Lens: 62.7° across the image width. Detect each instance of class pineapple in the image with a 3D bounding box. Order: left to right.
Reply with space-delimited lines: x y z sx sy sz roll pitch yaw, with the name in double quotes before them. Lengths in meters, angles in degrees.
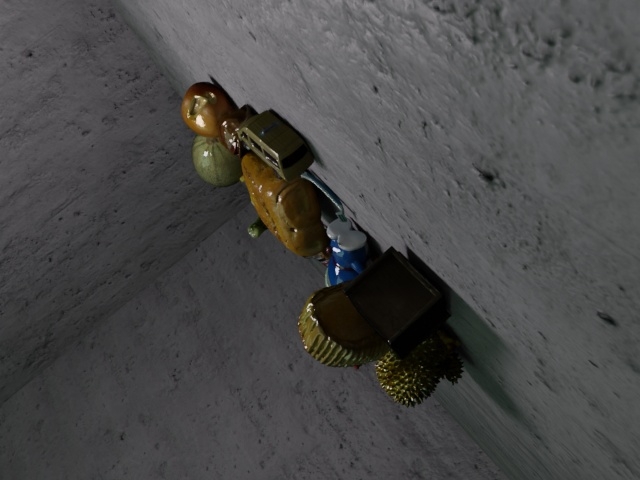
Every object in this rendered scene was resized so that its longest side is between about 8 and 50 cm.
"pineapple" 0.000 0.000 1.880 0.277 0.130 0.119 -157 68 -76

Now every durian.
"durian" 0.271 0.340 1.494 0.258 0.258 0.293 49 169 8

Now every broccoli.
"broccoli" -0.241 -0.095 2.403 0.165 0.304 0.145 21 122 13

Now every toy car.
"toy car" -0.131 -0.265 1.362 0.256 0.101 0.124 44 167 35

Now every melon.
"melon" -0.425 -0.359 2.227 0.248 0.248 0.329 49 172 13

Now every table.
"table" 0.183 0.143 1.218 0.169 0.172 0.193 47 177 28

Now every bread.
"bread" -0.124 -0.111 1.670 0.337 0.148 0.328 45 156 45
"bread" 0.074 0.223 1.390 0.227 0.253 0.142 60 147 31

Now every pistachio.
"pistachio" -0.257 -0.335 1.628 0.130 0.165 0.210 10 170 -13

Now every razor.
"razor" 0.011 -0.129 1.439 0.191 0.037 0.068 50 178 23

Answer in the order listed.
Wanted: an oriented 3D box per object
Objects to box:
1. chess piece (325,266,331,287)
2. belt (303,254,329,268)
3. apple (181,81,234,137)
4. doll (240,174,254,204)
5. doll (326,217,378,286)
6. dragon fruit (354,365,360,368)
"chess piece" 0.116 0.163 1.796 0.176 0.176 0.298 48 174 22
"belt" -0.008 0.038 2.176 0.094 0.126 0.359 51 173 -21
"apple" -0.381 -0.440 1.803 0.199 0.199 0.199 49 174 7
"doll" -0.202 -0.159 2.283 0.363 0.145 0.199 48 163 -32
"doll" 0.094 0.053 1.528 0.257 0.161 0.215 82 165 -47
"dragon fruit" 0.148 0.282 1.759 0.134 0.262 0.211 51 164 -10
